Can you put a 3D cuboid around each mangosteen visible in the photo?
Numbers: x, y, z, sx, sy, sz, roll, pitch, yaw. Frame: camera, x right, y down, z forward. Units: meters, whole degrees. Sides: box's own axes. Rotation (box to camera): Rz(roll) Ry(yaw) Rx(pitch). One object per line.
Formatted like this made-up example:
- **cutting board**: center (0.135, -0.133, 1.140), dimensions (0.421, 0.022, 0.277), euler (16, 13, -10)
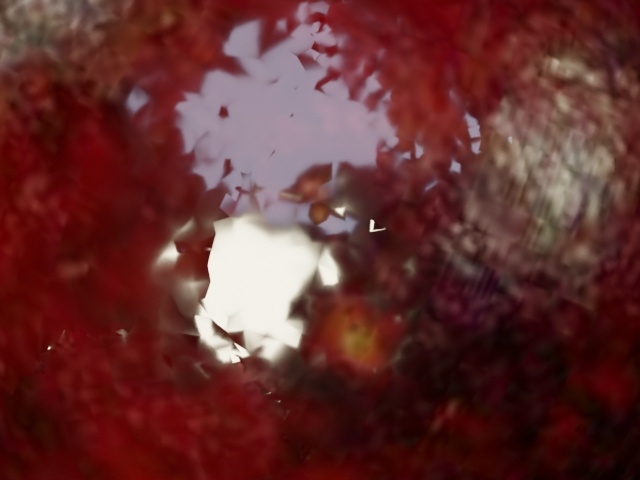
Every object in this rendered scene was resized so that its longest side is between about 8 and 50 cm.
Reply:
- **mangosteen**: center (0.000, 0.000, 0.437), dimensions (0.235, 0.235, 0.261), euler (-42, 125, -9)
